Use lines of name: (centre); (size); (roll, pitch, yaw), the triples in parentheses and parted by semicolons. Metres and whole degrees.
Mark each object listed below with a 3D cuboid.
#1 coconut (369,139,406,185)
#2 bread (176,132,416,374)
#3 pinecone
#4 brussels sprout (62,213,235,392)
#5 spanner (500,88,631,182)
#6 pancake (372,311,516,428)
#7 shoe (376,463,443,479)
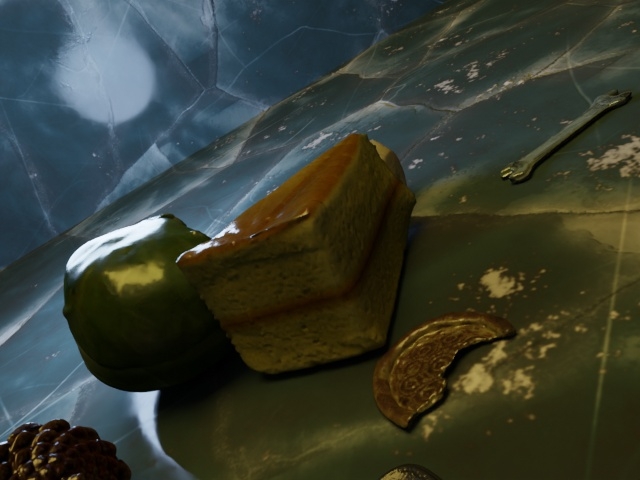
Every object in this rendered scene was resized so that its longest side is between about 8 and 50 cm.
coconut: (0.067, -0.103, 1.108); (0.183, 0.171, 0.171); (-12, 30, 29)
bread: (0.000, 0.000, 0.920); (0.245, 0.233, 0.362); (-18, 23, 28)
pinecone: (-0.351, 0.340, 0.725); (0.207, 0.208, 0.208); (-24, 26, 13)
brussels sprout: (-0.281, 0.095, 0.986); (0.314, 0.276, 0.371); (-32, 24, -12)
spanner: (0.442, -0.193, 1.032); (0.302, 0.017, 0.071); (-36, 25, -12)
pancake: (0.146, 0.155, 0.711); (0.184, 0.020, 0.190); (-12, 31, 32)
shoe: (0.106, 0.257, 0.483); (0.108, 0.093, 0.241); (-37, 24, -17)
